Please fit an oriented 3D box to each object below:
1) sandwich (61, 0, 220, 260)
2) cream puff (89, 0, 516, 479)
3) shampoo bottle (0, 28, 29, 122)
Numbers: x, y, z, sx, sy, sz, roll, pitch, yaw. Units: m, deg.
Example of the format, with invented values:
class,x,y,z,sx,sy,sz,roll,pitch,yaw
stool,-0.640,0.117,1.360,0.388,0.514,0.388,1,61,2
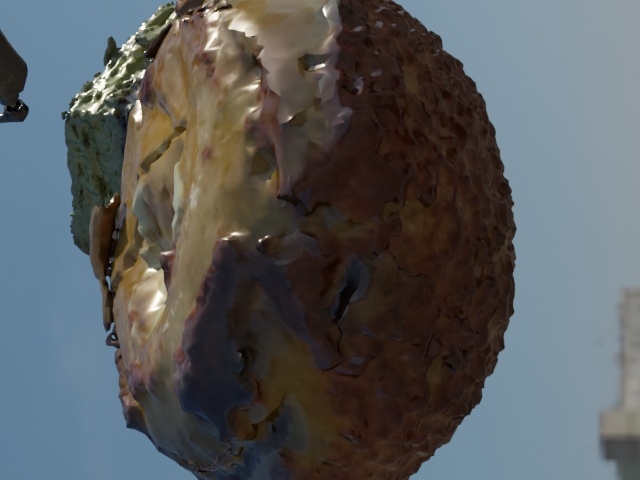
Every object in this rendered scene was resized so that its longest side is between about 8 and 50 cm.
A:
class,x,y,z,sx,sy,sz,roll,pitch,yaw
sandwich,-0.088,-0.088,1.602,0.325,0.131,0.262,8,-79,-54
cream puff,0.000,0.005,1.053,0.350,0.229,0.350,-173,90,-71
shampoo bottle,-0.248,-0.134,1.301,0.137,0.048,0.027,71,-176,-57
